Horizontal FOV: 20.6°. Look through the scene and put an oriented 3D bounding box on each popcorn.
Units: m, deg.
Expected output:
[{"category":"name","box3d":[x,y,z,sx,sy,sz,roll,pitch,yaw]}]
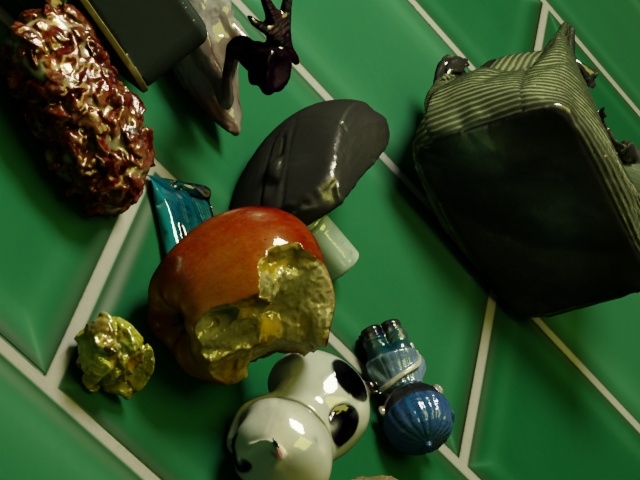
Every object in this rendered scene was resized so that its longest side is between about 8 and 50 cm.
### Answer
[{"category":"popcorn","box3d":[-0.179,0.101,1.551,0.083,0.059,0.068,59,31,-18]}]

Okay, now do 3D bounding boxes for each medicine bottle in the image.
[{"category":"medicine bottle","box3d":[0.000,0.000,1.891,0.083,0.047,0.047,50,33,-15]}]

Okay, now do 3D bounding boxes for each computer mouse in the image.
[{"category":"computer mouse","box3d":[-0.014,-0.087,1.859,0.086,0.137,0.269,57,31,-13]}]

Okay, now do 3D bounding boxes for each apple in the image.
[{"category":"apple","box3d":[-0.080,0.050,1.641,0.158,0.156,0.147,-6,52,-28]}]

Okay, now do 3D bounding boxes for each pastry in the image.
[{"category":"pastry","box3d":[-0.225,-0.123,1.640,0.115,0.097,0.208,-29,90,-48]}]

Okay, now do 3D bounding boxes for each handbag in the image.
[{"category":"handbag","box3d":[0.269,-0.094,2.152,0.340,0.247,0.240,55,33,-29]}]

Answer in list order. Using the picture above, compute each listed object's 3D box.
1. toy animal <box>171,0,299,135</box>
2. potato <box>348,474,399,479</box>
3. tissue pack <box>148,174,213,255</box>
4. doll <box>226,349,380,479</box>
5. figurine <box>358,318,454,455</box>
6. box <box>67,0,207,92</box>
[{"category":"toy animal","box3d":[-0.132,-0.243,1.840,0.090,0.195,0.324,-23,56,-37]},{"category":"potato","box3d":[0.016,0.283,1.628,0.100,0.120,0.261,53,19,4]},{"category":"tissue pack","box3d":[-0.126,-0.002,1.740,0.085,0.028,0.138,17,48,-47]},{"category":"doll","box3d":[-0.022,0.181,1.664,0.181,0.107,0.110,-46,124,-51]},{"category":"figurine","box3d":[0.093,0.156,1.873,0.086,0.087,0.149,-14,72,-18]},{"category":"box","box3d":[-0.201,-0.253,1.699,0.201,0.090,0.144,56,-6,-20]}]
